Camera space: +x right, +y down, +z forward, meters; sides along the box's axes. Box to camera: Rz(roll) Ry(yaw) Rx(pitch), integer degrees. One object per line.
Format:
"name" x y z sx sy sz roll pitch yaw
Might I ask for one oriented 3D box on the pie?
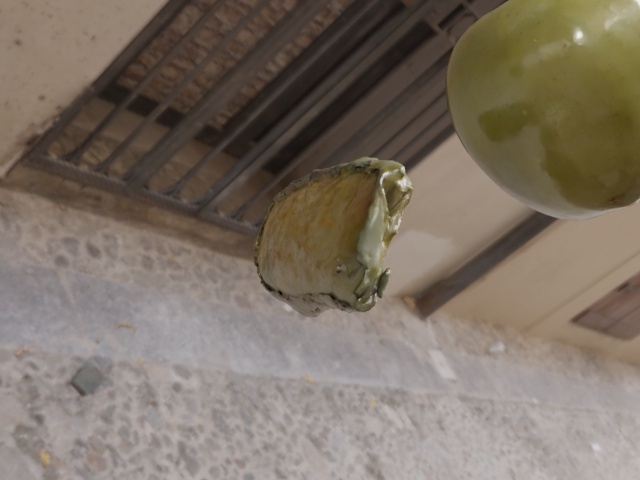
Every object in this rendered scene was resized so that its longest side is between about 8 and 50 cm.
"pie" 0.000 0.000 0.696 0.068 0.129 0.282 19 -8 -19

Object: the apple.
"apple" 0.263 -0.154 0.827 0.262 0.262 0.262 42 22 -21
